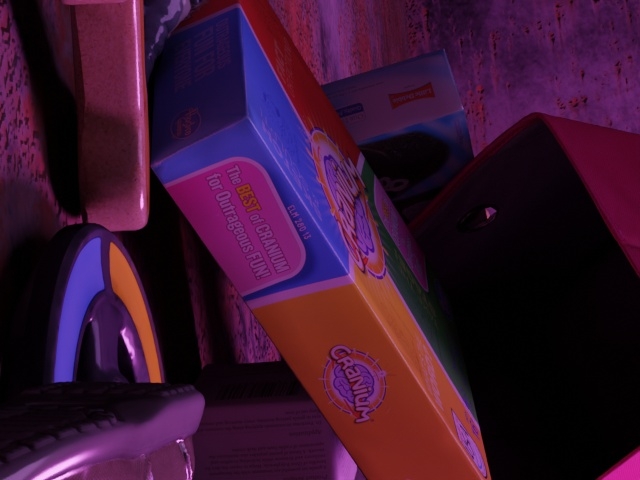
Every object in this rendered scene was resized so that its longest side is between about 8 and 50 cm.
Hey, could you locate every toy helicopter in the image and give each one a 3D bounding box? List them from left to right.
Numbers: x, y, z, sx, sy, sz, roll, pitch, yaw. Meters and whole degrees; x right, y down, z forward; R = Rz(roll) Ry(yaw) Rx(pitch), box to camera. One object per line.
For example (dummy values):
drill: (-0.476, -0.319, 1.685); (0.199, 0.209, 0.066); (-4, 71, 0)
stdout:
toy helicopter: (-0.108, -0.163, 0.869); (0.235, 0.140, 0.355); (-99, -171, -51)

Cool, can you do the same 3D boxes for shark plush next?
shark plush: (-0.111, -0.160, 1.074); (0.067, 0.073, 0.161); (30, 67, -51)

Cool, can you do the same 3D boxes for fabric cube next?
fabric cube: (0.217, 0.084, 1.373); (0.258, 0.254, 0.259); (5, 49, -45)

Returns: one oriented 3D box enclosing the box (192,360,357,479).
box: (-0.032, 0.132, 1.188); (0.102, 0.101, 0.087); (-60, 144, -75)

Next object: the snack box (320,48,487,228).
snack box: (0.033, -0.026, 1.409); (0.322, 0.187, 0.060); (65, 9, -65)

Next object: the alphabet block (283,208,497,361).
alphabet block: (0.073, 0.077, 1.656); (0.197, 0.193, 0.192); (46, 38, -78)

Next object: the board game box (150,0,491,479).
board game box: (0.000, 0.000, 1.148); (0.316, 0.064, 0.242); (57, 13, -29)

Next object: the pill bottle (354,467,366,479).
pill bottle: (0.013, 0.235, 1.387); (0.121, 0.121, 0.221); (-87, 169, -46)

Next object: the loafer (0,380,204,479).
loafer: (-0.103, 0.104, 0.656); (0.251, 0.094, 0.087); (-4, 93, -71)

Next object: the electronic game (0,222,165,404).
electronic game: (-0.105, 0.106, 0.869); (0.229, 0.048, 0.229); (-4, 90, -83)
